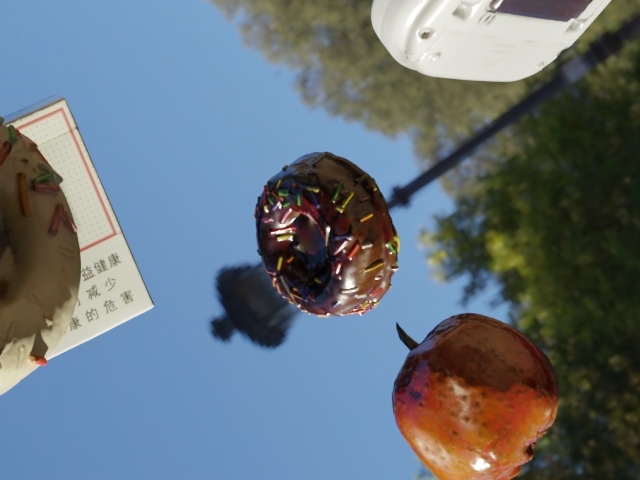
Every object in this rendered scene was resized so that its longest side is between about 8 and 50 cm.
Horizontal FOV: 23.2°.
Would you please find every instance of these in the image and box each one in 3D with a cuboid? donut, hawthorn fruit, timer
[{"bbox_3d":[0.000,0.000,2.077,0.089,0.235,0.235,-21,-104,-40],"label":"donut"},{"bbox_3d":[0.151,0.160,1.663,0.200,0.179,0.179,39,-156,2],"label":"hawthorn fruit"},{"bbox_3d":[0.181,-0.244,1.421,0.262,0.237,0.087,-3,-127,-48],"label":"timer"},{"bbox_3d":[-0.432,0.010,1.865,0.382,0.142,0.383,22,-118,-49],"label":"donut"}]

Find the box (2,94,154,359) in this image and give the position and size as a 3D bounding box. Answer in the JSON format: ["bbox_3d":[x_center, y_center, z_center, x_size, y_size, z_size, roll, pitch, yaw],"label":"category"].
[{"bbox_3d":[-0.394,-0.013,2.187,0.095,0.210,0.330,18,132,65],"label":"box"}]
